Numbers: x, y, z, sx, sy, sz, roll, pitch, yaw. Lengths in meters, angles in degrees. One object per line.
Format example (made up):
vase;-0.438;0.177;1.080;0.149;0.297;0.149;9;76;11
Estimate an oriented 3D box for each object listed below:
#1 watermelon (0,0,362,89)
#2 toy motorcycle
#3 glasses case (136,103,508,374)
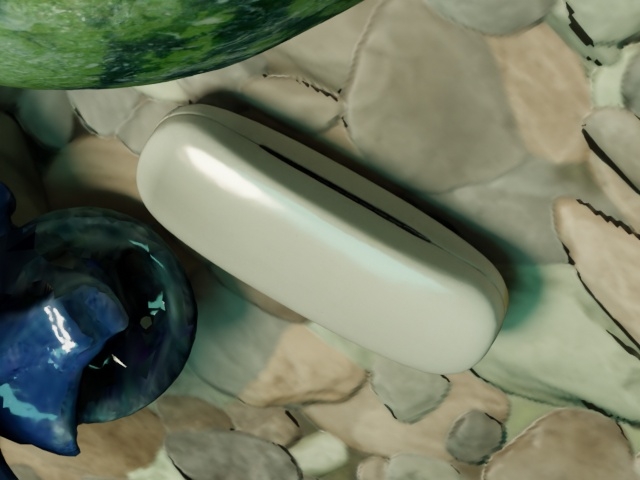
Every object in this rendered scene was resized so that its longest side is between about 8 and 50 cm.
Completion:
watermelon;-0.091;-0.128;0.656;0.256;0.176;0.260;10;148;-36
toy motorcycle;-0.235;0.033;0.841;0.319;0.182;0.241;33;110;-1
glasses case;0.000;0.000;0.784;0.164;0.041;0.063;29;135;3
